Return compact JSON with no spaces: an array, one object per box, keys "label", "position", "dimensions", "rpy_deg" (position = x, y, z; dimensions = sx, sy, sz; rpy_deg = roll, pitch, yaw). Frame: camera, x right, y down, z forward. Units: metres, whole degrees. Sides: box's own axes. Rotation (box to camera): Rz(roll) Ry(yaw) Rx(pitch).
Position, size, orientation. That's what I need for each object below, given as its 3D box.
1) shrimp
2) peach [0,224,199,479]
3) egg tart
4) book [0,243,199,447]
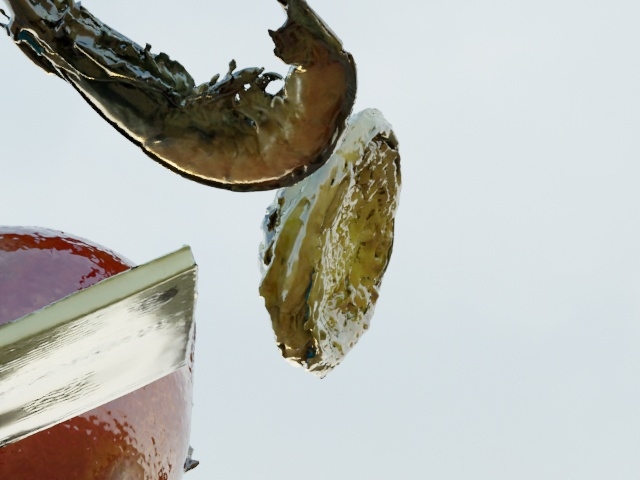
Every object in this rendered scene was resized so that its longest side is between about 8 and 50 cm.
[{"label":"shrimp","position":[-0.101,-0.140,1.375],"dimensions":[0.290,0.054,0.222],"rpy_deg":[31,-41,-20]},{"label":"peach","position":[-0.213,0.102,1.254],"dimensions":[0.362,0.258,0.201],"rpy_deg":[-44,-36,-37]},{"label":"egg tart","position":[0.000,0.000,1.875],"dimensions":[0.107,0.291,0.290],"rpy_deg":[16,-40,19]},{"label":"book","position":[-0.115,0.056,0.816],"dimensions":[0.127,0.014,0.181],"rpy_deg":[-24,-13,-13]}]
